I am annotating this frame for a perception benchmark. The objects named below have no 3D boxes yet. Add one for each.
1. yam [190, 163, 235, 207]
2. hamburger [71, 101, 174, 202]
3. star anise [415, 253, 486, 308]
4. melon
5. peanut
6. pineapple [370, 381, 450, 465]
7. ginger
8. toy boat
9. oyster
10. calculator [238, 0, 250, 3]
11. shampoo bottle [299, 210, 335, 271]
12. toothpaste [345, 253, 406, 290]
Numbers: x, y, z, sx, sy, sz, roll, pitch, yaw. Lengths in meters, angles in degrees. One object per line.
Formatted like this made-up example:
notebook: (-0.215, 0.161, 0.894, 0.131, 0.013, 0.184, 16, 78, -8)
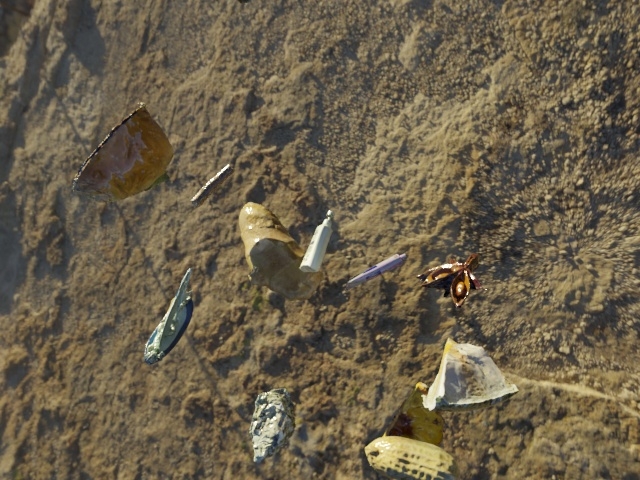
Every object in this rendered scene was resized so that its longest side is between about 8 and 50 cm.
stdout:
yam: (-0.289, -0.148, 1.145, 0.032, 0.032, 0.145, 39, 80, 26)
hamburger: (-0.284, -0.124, 0.653, 0.176, 0.102, 0.087, -63, 12, -26)
star anise: (0.294, 0.083, 0.979, 0.156, 0.212, 0.054, -3, 119, 19)
melon: (0.231, 0.215, 0.660, 0.139, 0.202, 0.094, 6, 91, 18)
peanut: (0.187, 0.454, 0.877, 0.193, 0.093, 0.083, 8, 87, 21)
pineapple: (0.227, 0.460, 0.993, 0.135, 0.079, 0.233, 33, 99, 9)
ginger: (-0.130, 0.026, 1.160, 0.354, 0.189, 0.126, 56, 155, 34)
toy boat: (-0.344, 0.175, 1.030, 0.066, 0.221, 0.291, 29, 130, -7)
oyster: (-0.084, 0.314, 0.736, 0.101, 0.098, 0.037, 67, 157, 8)
calculator: (-0.227, -0.600, 0.838, 0.051, 0.292, 0.173, 14, 93, 55)
shampoo bottle: (0.000, 0.000, 0.881, 0.049, 0.034, 0.141, -28, 37, 65)
toothpaste: (0.132, 0.074, 1.016, 0.169, 0.045, 0.028, -26, 67, -13)
